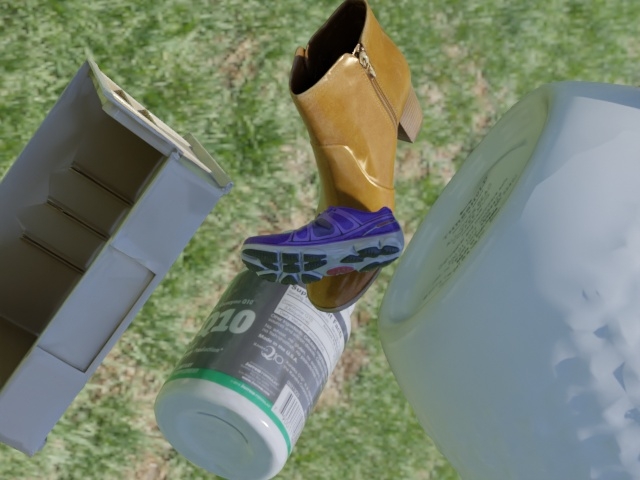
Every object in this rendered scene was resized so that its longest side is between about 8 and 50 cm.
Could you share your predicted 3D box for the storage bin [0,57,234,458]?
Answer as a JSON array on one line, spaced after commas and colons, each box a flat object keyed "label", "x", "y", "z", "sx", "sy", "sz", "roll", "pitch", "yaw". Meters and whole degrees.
[{"label": "storage bin", "x": -0.211, "y": 0.004, "z": 0.819, "sx": 0.123, "sy": 0.260, "sz": 0.262, "roll": 35, "pitch": 94, "yaw": -21}]

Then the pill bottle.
[{"label": "pill bottle", "x": -0.077, "y": 0.160, "z": 1.484, "sx": 0.361, "sy": 0.204, "sz": 0.204, "roll": -59, "pitch": 139, "yaw": -43}]

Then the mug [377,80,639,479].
[{"label": "mug", "x": 0.236, "y": 0.037, "z": 0.527, "sx": 0.374, "sy": 0.328, "sz": 0.276, "roll": -54, "pitch": -173, "yaw": 29}]

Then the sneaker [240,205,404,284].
[{"label": "sneaker", "x": 0.000, "y": 0.000, "z": 1.031, "sx": 0.068, "sy": 0.170, "sz": 0.071, "roll": 96, "pitch": -15, "yaw": -57}]

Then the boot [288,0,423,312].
[{"label": "boot", "x": 0.015, "y": -0.091, "z": 1.058, "sx": 0.211, "sy": 0.104, "sz": 0.295, "roll": 45, "pitch": 62, "yaw": -53}]
